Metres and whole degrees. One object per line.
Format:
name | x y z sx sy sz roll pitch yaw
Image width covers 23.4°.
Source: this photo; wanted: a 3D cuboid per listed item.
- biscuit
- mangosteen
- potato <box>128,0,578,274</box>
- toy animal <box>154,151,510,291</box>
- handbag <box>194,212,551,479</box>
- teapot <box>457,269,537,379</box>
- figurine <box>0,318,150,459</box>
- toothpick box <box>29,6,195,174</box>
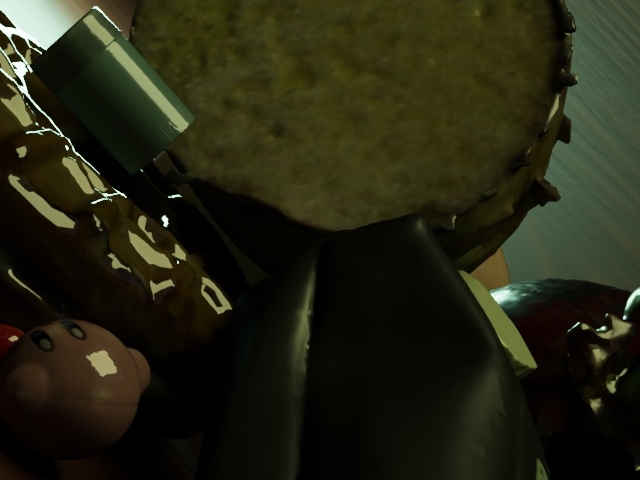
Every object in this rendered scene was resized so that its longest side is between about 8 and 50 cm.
biscuit | -0.158 -0.021 0.908 0.332 0.103 0.332 48 4 -5
mangosteen | 0.175 0.161 1.016 0.306 0.306 0.359 49 -22 11
potato | 0.032 -0.061 1.029 0.301 0.288 0.237 15 -31 18
toy animal | 0.000 0.000 1.253 0.326 0.269 0.237 10 -30 17
handbag | 0.059 0.182 0.751 0.288 0.152 0.342 60 19 -25
teapot | 0.037 0.117 0.932 0.107 0.200 0.077 57 13 16
figurine | -0.118 0.070 0.732 0.071 0.083 0.067 9 -76 59
toothpick box | -0.116 -0.084 0.866 0.083 0.052 0.052 48 5 -11
